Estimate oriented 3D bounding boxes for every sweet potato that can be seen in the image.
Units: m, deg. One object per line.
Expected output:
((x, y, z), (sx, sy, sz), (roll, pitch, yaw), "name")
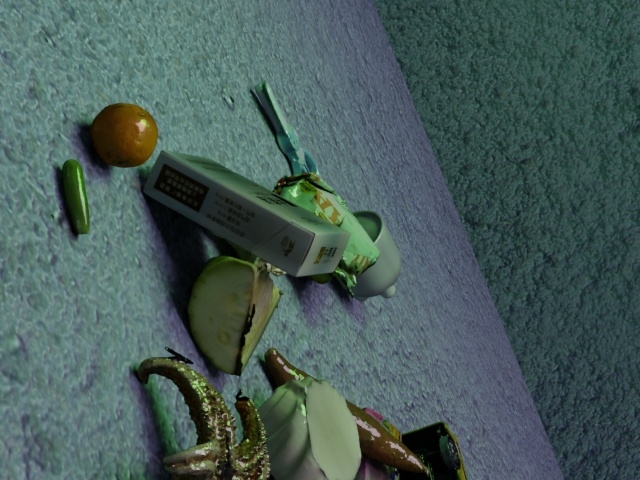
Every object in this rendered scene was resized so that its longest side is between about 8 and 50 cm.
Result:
((0.032, 0.270, 1.454), (0.314, 0.066, 0.072), (37, 50, -8), "sweet potato")

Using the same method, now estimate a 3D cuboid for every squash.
((-0.105, 0.049, 1.344), (0.252, 0.093, 0.169), (-62, 165, -65), "squash")
((-0.273, -0.049, 1.095), (0.027, 0.027, 0.089), (20, 52, -67), "squash")

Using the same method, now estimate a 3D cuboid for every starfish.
((-0.122, 0.260, 1.069), (0.312, 0.113, 0.303), (42, 33, -72), "starfish")

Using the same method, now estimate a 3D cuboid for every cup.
((0.071, 0.037, 1.875), (0.134, 0.173, 0.142), (-57, 132, -30), "cup")

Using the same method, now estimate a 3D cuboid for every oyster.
((-0.110, 0.000, 1.466), (0.191, 0.081, 0.163), (39, 7, -31), "oyster")

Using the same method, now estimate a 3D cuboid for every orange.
((-0.239, -0.128, 1.191), (0.083, 0.083, 0.084), (55, 23, -37), "orange")

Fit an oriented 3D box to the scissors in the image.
((-0.060, -0.188, 1.853), (0.125, 0.030, 0.256), (-82, 149, -55), "scissors")

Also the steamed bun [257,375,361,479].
((-0.023, 0.272, 1.334), (0.183, 0.106, 0.183), (49, 28, -37), "steamed bun")

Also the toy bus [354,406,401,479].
((0.069, 0.391, 1.498), (0.112, 0.090, 0.274), (50, 26, -30), "toy bus")

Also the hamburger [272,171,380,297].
((0.002, 0.002, 1.684), (0.214, 0.125, 0.235), (10, 57, -63), "hamburger")

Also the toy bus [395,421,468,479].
((0.210, 0.496, 1.697), (0.151, 0.145, 0.331), (46, 28, -55), "toy bus")

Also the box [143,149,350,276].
((-0.094, -0.035, 1.302), (0.242, 0.067, 0.155), (29, 11, 18), "box")
